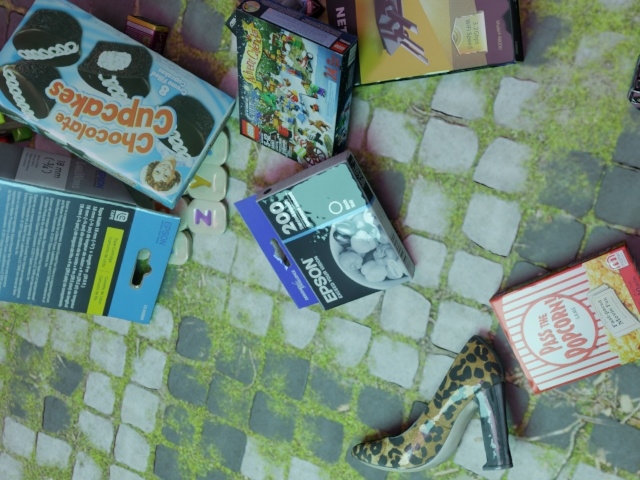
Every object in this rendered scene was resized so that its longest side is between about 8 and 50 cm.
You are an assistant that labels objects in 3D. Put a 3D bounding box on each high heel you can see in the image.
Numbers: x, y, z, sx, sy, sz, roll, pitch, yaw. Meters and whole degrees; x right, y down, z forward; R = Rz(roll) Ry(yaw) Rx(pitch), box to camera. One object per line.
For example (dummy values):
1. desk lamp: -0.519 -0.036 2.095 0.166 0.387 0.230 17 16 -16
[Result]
1. high heel: 0.153 0.242 1.170 0.261 0.093 0.186 -11 78 32

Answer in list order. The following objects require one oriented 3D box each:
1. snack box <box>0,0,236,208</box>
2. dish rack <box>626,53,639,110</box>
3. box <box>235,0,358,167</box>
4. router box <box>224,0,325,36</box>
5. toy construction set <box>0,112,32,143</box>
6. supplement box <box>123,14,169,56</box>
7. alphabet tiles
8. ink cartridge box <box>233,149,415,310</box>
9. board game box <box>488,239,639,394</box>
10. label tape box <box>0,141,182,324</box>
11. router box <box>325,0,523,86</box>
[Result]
1. snack box: -0.310 -0.206 1.169 0.322 0.060 0.187 30 78 -4
2. dish rack: 0.486 -0.257 0.926 0.208 0.074 0.271 18 109 19
3. box: -0.037 -0.206 1.091 0.159 0.044 0.233 27 146 15
4. router box: -0.067 -0.325 1.153 0.122 0.038 0.092 -44 82 23
5. toy construction set: -0.619 -0.199 1.298 0.328 0.215 0.151 -2 95 9
6. supplement box: -0.277 -0.302 1.240 0.055 0.043 0.083 25 108 14
7. alphabet tiles: -0.272 -0.106 1.290 0.278 0.021 0.284 6 103 21
8. ink cartridge box: 0.000 0.000 1.159 0.208 0.045 0.206 -22 110 25
9. board game box: 0.347 0.106 1.067 0.194 0.045 0.146 -27 90 25
10. label tape box: -0.414 -0.008 1.273 0.334 0.106 0.240 12 125 -18
11. router box: 0.126 -0.369 1.042 0.243 0.081 0.308 -5 99 23
